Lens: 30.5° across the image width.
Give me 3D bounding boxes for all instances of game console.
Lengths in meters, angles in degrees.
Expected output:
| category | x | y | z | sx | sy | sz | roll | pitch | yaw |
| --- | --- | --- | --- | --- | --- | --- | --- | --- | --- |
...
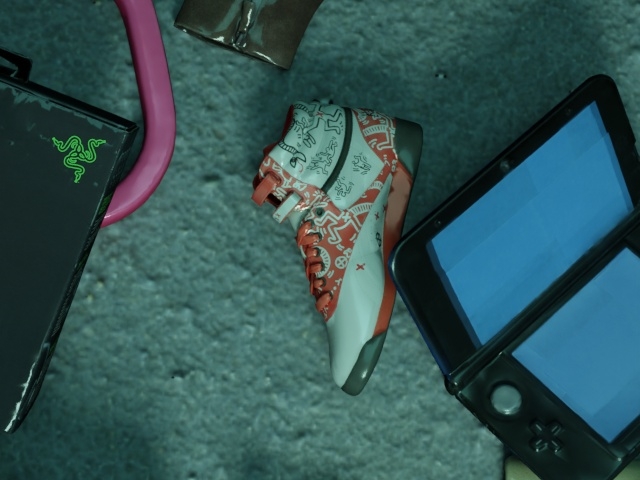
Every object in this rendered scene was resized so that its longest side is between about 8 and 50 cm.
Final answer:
| category | x | y | z | sx | sy | sz | roll | pitch | yaw |
| --- | --- | --- | --- | --- | --- | --- | --- | --- | --- |
| game console | 0.247 | 0.042 | 1.072 | 0.293 | 0.173 | 0.250 | -40 | 65 | -15 |

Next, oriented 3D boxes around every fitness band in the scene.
| category | x | y | z | sx | sy | sz | roll | pitch | yaw |
| --- | --- | --- | --- | --- | --- | --- | --- | --- | --- |
| fitness band | -0.244 | -0.150 | 1.077 | 0.209 | 0.054 | 0.290 | -10 | 83 | -14 |

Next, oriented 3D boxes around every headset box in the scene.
| category | x | y | z | sx | sy | sz | roll | pitch | yaw |
| --- | --- | --- | --- | --- | --- | --- | --- | --- | --- |
| headset box | -0.306 | -0.026 | 0.960 | 0.246 | 0.131 | 0.283 | 22 | 95 | -7 |

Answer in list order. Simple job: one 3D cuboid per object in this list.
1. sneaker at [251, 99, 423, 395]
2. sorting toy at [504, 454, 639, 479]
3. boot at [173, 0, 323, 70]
| category | x | y | z | sx | sy | sz | roll | pitch | yaw |
| --- | --- | --- | --- | --- | --- | --- | --- | --- | --- |
| sneaker | 0.000 | 0.000 | 1.083 | 0.145 | 0.090 | 0.270 | 14 | 74 | -8 |
| sorting toy | 0.317 | 0.325 | 1.116 | 0.307 | 0.041 | 0.229 | 5 | 74 | -11 |
| boot | -0.003 | -0.263 | 1.148 | 0.248 | 0.090 | 0.206 | 16 | 89 | -10 |
